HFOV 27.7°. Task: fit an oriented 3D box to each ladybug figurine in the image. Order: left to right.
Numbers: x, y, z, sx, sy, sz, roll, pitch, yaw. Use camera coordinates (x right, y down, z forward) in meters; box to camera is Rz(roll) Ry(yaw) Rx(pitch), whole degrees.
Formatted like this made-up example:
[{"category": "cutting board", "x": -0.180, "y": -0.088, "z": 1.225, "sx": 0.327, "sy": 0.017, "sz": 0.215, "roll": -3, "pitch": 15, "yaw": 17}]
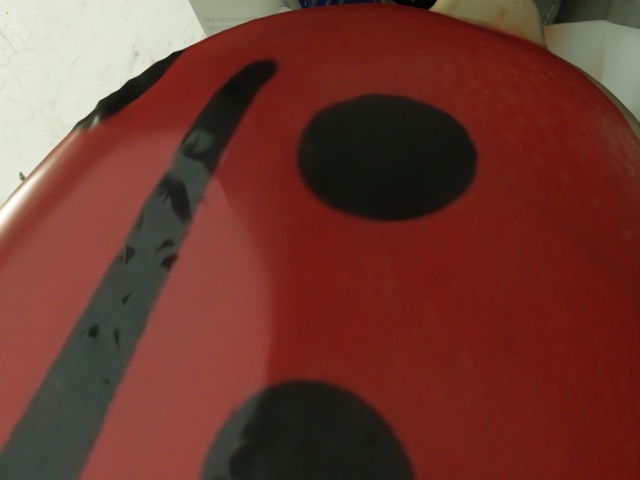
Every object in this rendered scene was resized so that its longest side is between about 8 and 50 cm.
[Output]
[{"category": "ladybug figurine", "x": -0.044, "y": 0.105, "z": 0.406, "sx": 0.305, "sy": 0.162, "sz": 0.449, "roll": 14, "pitch": 76, "yaw": 37}]

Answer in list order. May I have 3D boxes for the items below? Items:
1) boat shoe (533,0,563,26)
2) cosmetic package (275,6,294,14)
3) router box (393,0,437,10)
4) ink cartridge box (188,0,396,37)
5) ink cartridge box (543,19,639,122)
[{"category": "boat shoe", "x": 0.098, "y": -0.159, "z": 0.678, "sx": 0.081, "sy": 0.079, "sz": 0.227, "roll": 120, "pitch": 168, "yaw": -52}, {"category": "cosmetic package", "x": 0.000, "y": 0.000, "z": 0.661, "sx": 0.231, "sy": 0.117, "sz": 0.085, "roll": 113, "pitch": 178, "yaw": -55}, {"category": "router box", "x": 0.132, "y": -0.266, "z": 0.551, "sx": 0.309, "sy": 0.081, "sz": 0.243, "roll": -29, "pitch": 41, "yaw": 50}, {"category": "ink cartridge box", "x": 0.001, "y": -0.215, "z": 0.702, "sx": 0.307, "sy": 0.072, "sz": 0.304, "roll": 62, "pitch": -145, "yaw": -48}, {"category": "ink cartridge box", "x": 0.106, "y": -0.012, "z": 0.500, "sx": 0.179, "sy": 0.045, "sz": 0.145, "roll": -144, "pitch": 74, "yaw": -80}]
